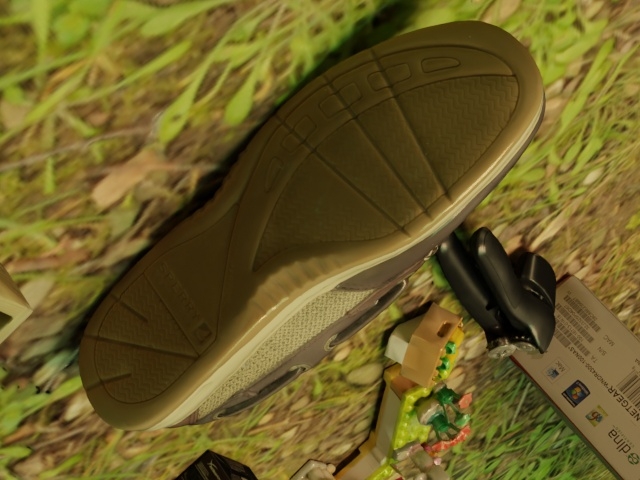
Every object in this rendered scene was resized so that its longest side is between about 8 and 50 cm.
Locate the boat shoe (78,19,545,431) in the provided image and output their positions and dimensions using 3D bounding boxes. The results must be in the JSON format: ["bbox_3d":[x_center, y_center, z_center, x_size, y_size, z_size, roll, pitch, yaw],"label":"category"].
[{"bbox_3d":[0.000,0.000,0.681,0.285,0.103,0.092,-42,155,11],"label":"boat shoe"}]

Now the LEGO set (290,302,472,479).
[{"bbox_3d":[0.054,0.183,0.964,0.132,0.107,0.287,7,126,-51],"label":"LEGO set"}]

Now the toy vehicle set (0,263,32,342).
[{"bbox_3d":[-0.270,0.085,0.553,0.267,0.035,0.166,-43,149,6],"label":"toy vehicle set"}]

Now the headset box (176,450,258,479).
[{"bbox_3d":[-0.084,0.187,0.893,0.083,0.032,0.062,-42,149,6],"label":"headset box"}]

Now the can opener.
[{"bbox_3d":[0.117,0.032,0.902,0.059,0.073,0.186,-8,156,25],"label":"can opener"}]

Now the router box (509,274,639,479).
[{"bbox_3d":[0.311,0.211,1.056,0.082,0.335,0.301,-42,149,2],"label":"router box"}]
